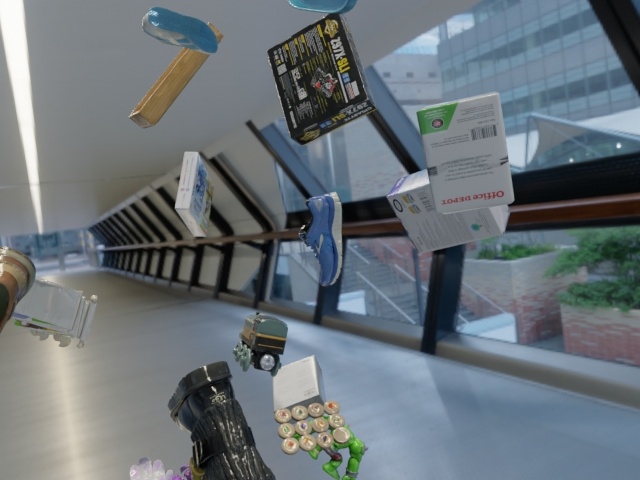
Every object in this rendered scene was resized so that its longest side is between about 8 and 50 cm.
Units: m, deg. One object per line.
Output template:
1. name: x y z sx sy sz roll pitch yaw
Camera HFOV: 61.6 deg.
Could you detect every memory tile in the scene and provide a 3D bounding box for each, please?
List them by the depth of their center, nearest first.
1. memory tile: -0.018 0.396 1.145 0.148 0.012 0.113 -6 38 -13

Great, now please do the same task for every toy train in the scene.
1. toy train: -0.203 0.344 1.824 0.142 0.190 0.334 15 -6 -16

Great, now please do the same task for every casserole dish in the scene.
1. casserole dish: 0.013 -0.445 0.920 0.037 0.114 0.188 4 19 -45

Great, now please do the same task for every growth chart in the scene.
1. growth chart: -0.647 0.157 1.258 0.238 0.171 0.021 27 16 -17

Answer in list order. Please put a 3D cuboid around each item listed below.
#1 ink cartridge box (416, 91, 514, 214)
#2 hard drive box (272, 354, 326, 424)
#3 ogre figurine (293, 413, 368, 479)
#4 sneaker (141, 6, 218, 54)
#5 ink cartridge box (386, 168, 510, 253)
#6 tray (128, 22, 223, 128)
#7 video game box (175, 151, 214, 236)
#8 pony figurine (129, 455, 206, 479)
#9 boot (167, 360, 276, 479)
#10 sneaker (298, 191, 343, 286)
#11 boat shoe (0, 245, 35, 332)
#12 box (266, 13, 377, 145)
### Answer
1. ink cartridge box: 0.392 -0.233 1.449 0.211 0.288 0.121 -8 15 18
2. hard drive box: -0.081 0.557 2.007 0.181 0.089 0.232 -21 26 5
3. ogre figurine: 0.036 0.524 1.371 0.197 0.118 0.097 43 1 27
4. sneaker: -0.415 -0.619 1.603 0.229 0.087 0.092 14 -11 -37
5. ink cartridge box: 0.425 -0.119 1.913 0.396 0.269 0.151 -17 25 38
6. tray: -0.521 -0.587 1.935 0.076 0.410 0.203 40 -12 -27
7. video game box: -0.374 -0.134 1.610 0.048 0.186 0.205 4 -22 5
8. pony figurine: -0.260 0.613 1.212 0.303 0.350 0.363 -2 -41 -25
9. boot: -0.212 0.421 1.108 0.131 0.260 0.348 -19 -21 -22
10. sneaker: 0.000 0.000 1.832 0.147 0.329 0.129 -3 15 -2
11. boat shoe: -0.616 0.157 0.920 0.123 0.323 0.120 31 12 -27
12. box: -0.003 -0.474 1.571 0.257 0.321 0.079 -23 -19 20
